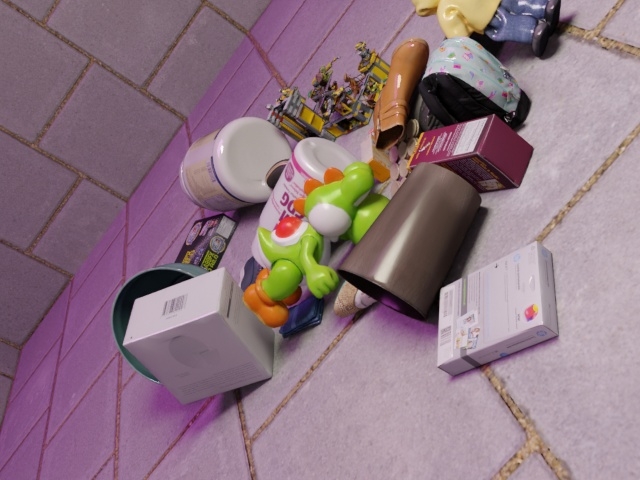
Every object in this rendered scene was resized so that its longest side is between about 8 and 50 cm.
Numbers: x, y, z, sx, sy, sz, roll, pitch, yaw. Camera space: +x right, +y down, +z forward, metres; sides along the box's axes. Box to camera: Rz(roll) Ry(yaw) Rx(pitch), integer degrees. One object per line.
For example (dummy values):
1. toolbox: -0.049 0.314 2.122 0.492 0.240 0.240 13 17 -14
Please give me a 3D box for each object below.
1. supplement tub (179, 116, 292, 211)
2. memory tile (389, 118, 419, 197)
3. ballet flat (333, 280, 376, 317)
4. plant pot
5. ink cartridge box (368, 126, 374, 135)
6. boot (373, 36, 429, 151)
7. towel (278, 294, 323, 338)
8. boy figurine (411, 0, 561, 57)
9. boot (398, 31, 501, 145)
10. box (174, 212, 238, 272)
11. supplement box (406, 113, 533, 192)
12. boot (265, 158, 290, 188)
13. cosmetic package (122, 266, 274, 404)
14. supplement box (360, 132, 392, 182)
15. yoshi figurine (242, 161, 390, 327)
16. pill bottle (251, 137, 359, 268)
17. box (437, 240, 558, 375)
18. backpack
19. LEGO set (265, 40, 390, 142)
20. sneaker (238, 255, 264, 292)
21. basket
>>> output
1. supplement tub: -0.249 -0.205 2.055 0.325 0.235 0.235 -9 53 58
2. memory tile: 0.168 -0.160 1.441 0.113 0.012 0.148 164 106 -66
3. ballet flat: 0.100 0.067 1.327 0.067 0.073 0.206 41 102 45
4. plant pot: -0.326 0.180 1.750 0.293 0.293 0.196 -49 0 18
5. ink cartridge box: 0.139 -0.247 1.652 0.063 0.029 0.115 -41 30 32
6. boot: 0.156 -0.278 1.401 0.197 0.073 0.152 114 169 -51
7. towel: -0.039 0.157 1.509 0.119 0.029 0.067 -33 34 42
8. boy figurine: 0.283 -0.421 1.331 0.285 0.092 0.177 21 79 21
9. boot: 0.235 -0.356 1.503 0.338 0.118 0.223 -62 24 -7
10. box: -0.369 0.057 2.173 0.216 0.060 0.270 -7 54 58
11. supplement box: 0.252 -0.141 1.244 0.188 0.104 0.080 -5 56 59
12. boot: -0.071 -0.138 1.833 0.198 0.077 0.137 -22 47 39
13. cosmetic package: -0.247 0.205 1.523 0.224 0.224 0.138 -20 37 16
14. supplement box: 0.121 -0.179 1.568 0.036 0.062 0.098 -42 30 31
15. yoshi figurine: 0.020 0.019 1.418 0.362 0.203 0.203 -51 52 25
16. pill bottle: -0.034 -0.064 1.553 0.160 0.160 0.283 -94 28 -52
17. box: 0.251 0.100 1.050 0.186 0.038 0.145 -35 34 41
18. backpack: 0.262 -0.269 1.282 0.152 0.182 0.115 -14 49 56
19. LEGO set: 0.006 -0.384 1.854 0.331 0.192 0.255 -6 56 59
20. sneaker: -0.121 0.067 1.692 0.163 0.086 0.226 -51 25 20
21. basket: 0.158 -0.003 1.210 0.227 0.154 0.204 -57 25 -8
